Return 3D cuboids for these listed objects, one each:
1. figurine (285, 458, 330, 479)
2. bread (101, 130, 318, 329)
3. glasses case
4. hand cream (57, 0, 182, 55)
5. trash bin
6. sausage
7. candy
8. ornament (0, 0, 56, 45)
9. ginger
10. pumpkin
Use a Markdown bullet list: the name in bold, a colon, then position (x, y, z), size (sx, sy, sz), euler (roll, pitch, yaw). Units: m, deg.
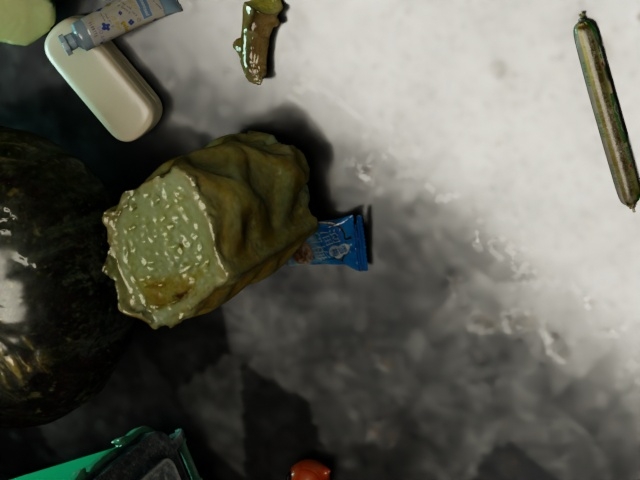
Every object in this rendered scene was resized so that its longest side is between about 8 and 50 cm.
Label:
- **figurine**: position (-0.027, 0.386, 1.965), size (0.075, 0.068, 0.140), euler (29, 114, 10)
- **bread**: position (-0.144, -0.023, 1.769), size (0.238, 0.252, 0.196), euler (-42, 80, 31)
- **glasses case**: position (-0.308, -0.230, 1.874), size (0.083, 0.050, 0.196), euler (-38, 92, 25)
- **hand cream**: position (-0.281, -0.307, 1.823), size (0.171, 0.043, 0.065), euler (-29, 99, -9)
- **trash bin**: position (-0.373, 0.445, 1.996), size (0.381, 0.295, 0.259), euler (-14, 102, 31)
- **sausage**: position (0.369, -0.162, 1.697), size (0.033, 0.033, 0.269), euler (-14, 101, 20)
- **candy**: position (0.000, -0.001, 1.859), size (0.136, 0.038, 0.088), euler (4, 121, 23)
- **ornament**: position (-0.482, -0.337, 1.824), size (0.180, 0.059, 0.201), euler (-27, 140, 20)
- **ginger**: position (-0.087, -0.283, 1.797), size (0.057, 0.044, 0.137), euler (11, 112, -5)
- **pumpkin**: position (-0.467, 0.052, 1.847), size (0.454, 0.344, 0.454), euler (4, 100, 20)
